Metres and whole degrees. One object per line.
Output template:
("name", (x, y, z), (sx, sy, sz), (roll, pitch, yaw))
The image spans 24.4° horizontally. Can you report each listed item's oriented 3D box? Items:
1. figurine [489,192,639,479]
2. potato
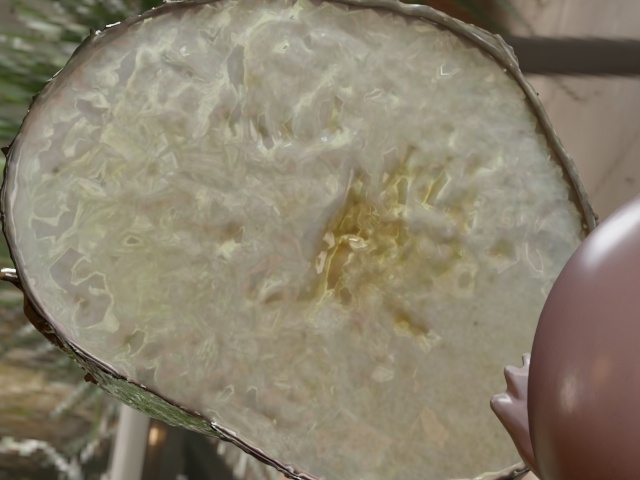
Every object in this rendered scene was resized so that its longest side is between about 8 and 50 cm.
("figurine", (0.136, 0.105, 0.384), (0.176, 0.186, 0.287), (-142, 59, -81))
("potato", (0.000, 0.000, 0.778), (0.246, 0.300, 0.196), (-63, -2, -1))
